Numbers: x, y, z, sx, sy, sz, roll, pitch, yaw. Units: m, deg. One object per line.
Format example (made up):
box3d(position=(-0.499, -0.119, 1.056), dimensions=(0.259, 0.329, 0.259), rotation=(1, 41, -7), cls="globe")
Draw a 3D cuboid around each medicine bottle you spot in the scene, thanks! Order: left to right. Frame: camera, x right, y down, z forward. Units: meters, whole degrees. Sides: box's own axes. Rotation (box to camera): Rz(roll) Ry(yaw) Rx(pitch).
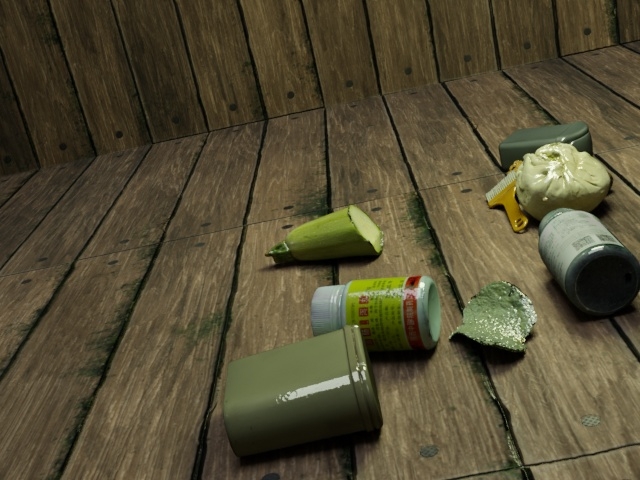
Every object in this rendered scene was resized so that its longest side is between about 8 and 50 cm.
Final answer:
box3d(position=(0.107, 0.141, 1.710), dimensions=(0.225, 0.139, 0.139), rotation=(-5, 22, 20), cls="medicine bottle")
box3d(position=(0.510, 0.027, 1.766), dimensions=(0.141, 0.141, 0.293), rotation=(-12, 21, 2), cls="medicine bottle")

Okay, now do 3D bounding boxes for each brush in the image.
box3d(position=(0.467, -0.088, 2.225), dimensions=(0.103, 0.013, 0.272), rotation=(-43, 20, 18), cls="brush")

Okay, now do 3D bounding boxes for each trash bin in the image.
box3d(position=(-0.031, 0.253, 1.534), dimensions=(0.247, 0.121, 0.243), rotation=(-14, 21, 4), cls="trash bin")
box3d(position=(0.635, -0.260, 2.517), dimensions=(0.236, 0.101, 0.177), rotation=(0, 25, 36), cls="trash bin")

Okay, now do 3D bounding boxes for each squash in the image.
box3d(position=(0.002, -0.014, 2.210), dimensions=(0.287, 0.137, 0.137), rotation=(-7, 21, 21), cls="squash")

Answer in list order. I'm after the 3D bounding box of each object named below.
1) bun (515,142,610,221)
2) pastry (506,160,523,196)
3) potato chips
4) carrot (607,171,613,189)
box3d(position=(0.565, -0.148, 2.145), dimensions=(0.229, 0.145, 0.229), rotation=(-19, 29, 11), cls="bun")
box3d(position=(0.520, -0.155, 2.335), dimensions=(0.080, 0.056, 0.140), rotation=(-54, 16, 14), cls="pastry")
box3d(position=(0.314, 0.153, 1.678), dimensions=(0.167, 0.059, 0.228), rotation=(-10, 25, 26), cls="potato chips")
box3d(position=(0.605, -0.168, 2.342), dimensions=(0.070, 0.070, 0.342), rotation=(-25, 22, -29), cls="carrot")
